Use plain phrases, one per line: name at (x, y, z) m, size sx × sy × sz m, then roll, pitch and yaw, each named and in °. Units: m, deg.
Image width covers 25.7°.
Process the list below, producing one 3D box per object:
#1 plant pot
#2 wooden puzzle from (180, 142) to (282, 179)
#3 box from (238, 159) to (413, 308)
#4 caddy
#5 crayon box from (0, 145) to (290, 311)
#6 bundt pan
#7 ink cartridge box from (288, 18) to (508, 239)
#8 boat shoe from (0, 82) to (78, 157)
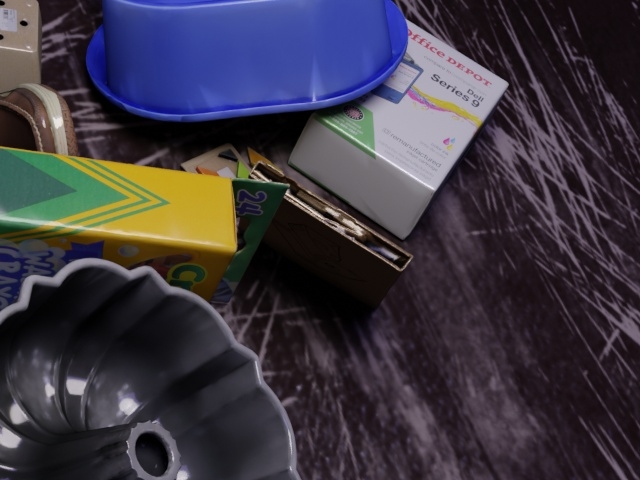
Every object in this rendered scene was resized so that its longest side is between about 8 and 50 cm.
plant pot at (-0.326, -0.188, 1.397) m, size 0.109 × 0.096 × 0.109 m, roll 6°, pitch 53°, yaw -18°
wooden puzzle at (-0.098, -0.067, 1.456) m, size 0.078 × 0.014 × 0.116 m, roll 43°, pitch 51°, yaw 12°
box at (0.000, 0.000, 1.332) m, size 0.164 × 0.201 × 0.021 m, roll 32°, pitch 76°, yaw 2°
caddy at (-0.079, -0.232, 1.464) m, size 0.341 × 0.179 × 0.241 m, roll -6°, pitch 43°, yaw -1°
crayon box at (-0.205, 0.019, 1.219) m, size 0.323 × 0.203 × 0.083 m, roll 6°, pitch 54°, yaw -18°
bundt pan at (-0.169, 0.186, 1.108) m, size 0.331 × 0.124 × 0.331 m, roll 29°, pitch 46°, yaw -36°
ink cartridge box at (0.088, -0.128, 1.530) m, size 0.154 × 0.093 × 0.212 m, roll 34°, pitch 47°, yaw 5°
boat shoe at (-0.299, -0.086, 1.261) m, size 0.095 × 0.257 × 0.095 m, roll -16°, pitch 100°, yaw -28°
